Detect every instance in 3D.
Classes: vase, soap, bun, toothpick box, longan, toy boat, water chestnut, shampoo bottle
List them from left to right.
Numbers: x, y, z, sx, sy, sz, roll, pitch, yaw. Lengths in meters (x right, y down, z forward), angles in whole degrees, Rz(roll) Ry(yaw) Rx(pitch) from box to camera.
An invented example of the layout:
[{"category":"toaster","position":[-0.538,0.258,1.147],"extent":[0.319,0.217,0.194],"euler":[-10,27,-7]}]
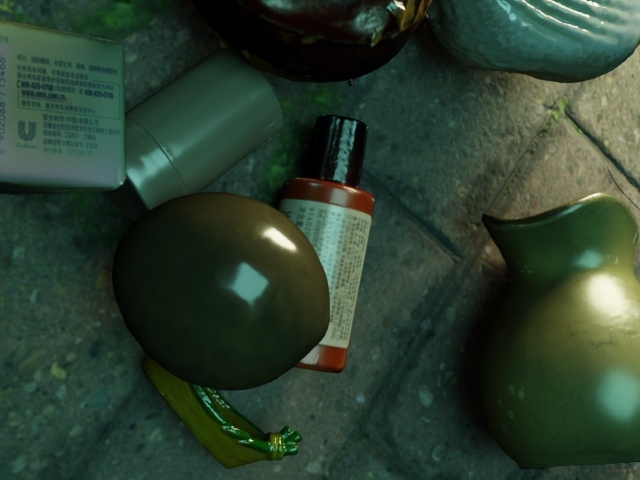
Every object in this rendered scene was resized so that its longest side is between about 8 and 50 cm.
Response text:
[{"category":"soap","position":[-0.297,-0.112,0.820],"extent":[0.199,0.182,0.138],"euler":[2,88,-43]},{"category":"toothpick box","position":[-0.139,-0.105,0.959],"extent":[0.181,0.111,0.111],"euler":[-40,107,-21]},{"category":"toy boat","position":[-0.115,0.150,0.981],"extent":[0.088,0.089,0.229],"euler":[-39,95,-5]},{"category":"longan","position":[-0.089,0.050,0.884],"extent":[0.198,0.198,0.212],"euler":[-53,128,-16]},{"category":"water chestnut","position":[-0.002,-0.312,0.914],"extent":[0.300,0.300,0.299],"euler":[0,90,-26]},{"category":"shampoo bottle","position":[0.000,0.000,1.031],"extent":[0.104,0.104,0.278],"euler":[13,84,-25]},{"category":"bun","position":[0.247,-0.355,1.102],"extent":[0.355,0.194,0.354],"euler":[-1,93,-24]},{"category":"vase","position":[0.329,0.118,1.152],"extent":[0.329,0.241,0.302],"euler":[12,70,-53]}]
